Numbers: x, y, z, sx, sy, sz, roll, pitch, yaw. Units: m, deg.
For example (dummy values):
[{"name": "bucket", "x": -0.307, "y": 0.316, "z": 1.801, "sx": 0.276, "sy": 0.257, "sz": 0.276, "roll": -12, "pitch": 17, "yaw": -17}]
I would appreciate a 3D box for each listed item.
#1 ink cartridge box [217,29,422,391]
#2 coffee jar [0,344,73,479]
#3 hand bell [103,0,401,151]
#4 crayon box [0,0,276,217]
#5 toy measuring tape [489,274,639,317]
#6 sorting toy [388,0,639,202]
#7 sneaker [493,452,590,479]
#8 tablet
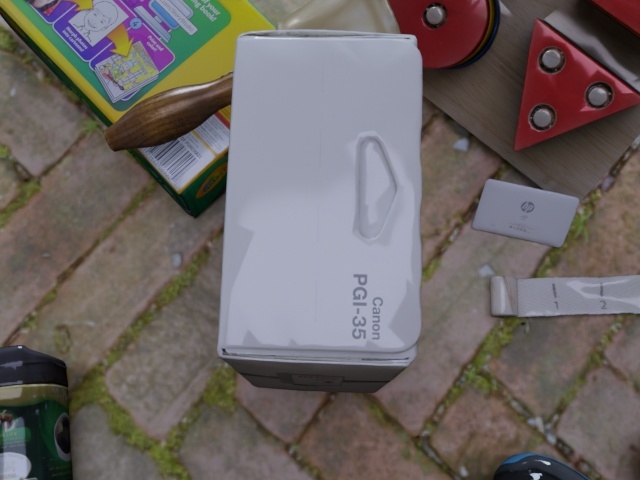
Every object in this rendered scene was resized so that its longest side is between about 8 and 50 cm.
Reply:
[{"name": "ink cartridge box", "x": 0.000, "y": 0.000, "z": 0.608, "sx": 0.117, "sy": 0.283, "sz": 0.207, "roll": 2, "pitch": 76, "yaw": 0}, {"name": "coffee jar", "x": -0.242, "y": 0.178, "z": 0.661, "sx": 0.079, "sy": 0.096, "sz": 0.184, "roll": -6, "pitch": 76, "yaw": -5}, {"name": "hand bell", "x": -0.059, "y": -0.125, "z": 0.659, "sx": 0.242, "sy": 0.126, "sz": 0.126, "roll": -24, "pitch": 78, "yaw": 2}, {"name": "crayon box", "x": -0.151, "y": -0.179, "z": 0.754, "sx": 0.165, "sy": 0.081, "sz": 0.278, "roll": -43, "pitch": 80, "yaw": -10}, {"name": "toy measuring tape", "x": 0.315, "y": 0.039, "z": 0.688, "sx": 0.330, "sy": 0.121, "sz": 0.121, "roll": 0, "pitch": 77, "yaw": 0}, {"name": "sorting toy", "x": 0.191, "y": -0.197, "z": 0.693, "sx": 0.257, "sy": 0.089, "sz": 0.255, "roll": 40, "pitch": 112, "yaw": 8}, {"name": "sneaker", "x": 0.193, "y": 0.327, "z": 0.595, "sx": 0.140, "sy": 0.125, "sz": 0.340, "roll": -14, "pitch": 75, "yaw": -27}, {"name": "tablet", "x": 0.183, "y": -0.024, "z": 0.738, "sx": 0.083, "sy": 0.054, "sz": 0.006, "roll": 12, "pitch": 35, "yaw": 2}]
